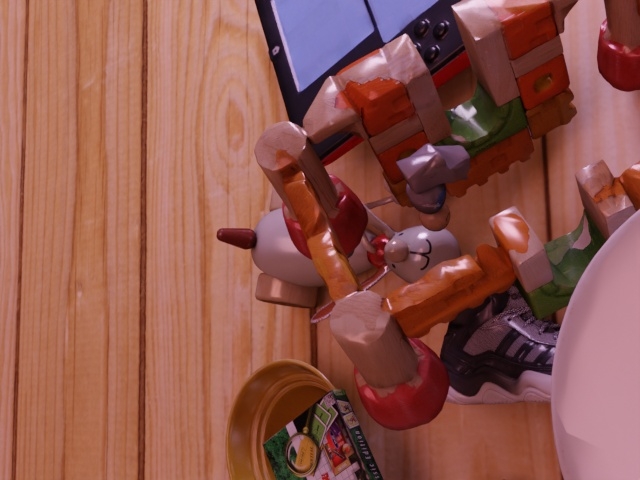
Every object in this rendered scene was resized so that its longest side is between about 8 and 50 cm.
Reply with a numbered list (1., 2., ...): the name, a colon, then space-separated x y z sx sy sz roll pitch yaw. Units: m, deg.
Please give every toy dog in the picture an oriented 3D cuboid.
1. toy dog: 0.000 0.000 1.242 0.334 0.161 0.220 -28 62 46

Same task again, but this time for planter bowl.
1. planter bowl: -0.014 0.257 1.286 0.217 0.090 0.217 -6 81 42

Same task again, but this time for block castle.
1. block castle: 0.188 -0.051 0.978 0.453 0.213 0.303 -28 54 4

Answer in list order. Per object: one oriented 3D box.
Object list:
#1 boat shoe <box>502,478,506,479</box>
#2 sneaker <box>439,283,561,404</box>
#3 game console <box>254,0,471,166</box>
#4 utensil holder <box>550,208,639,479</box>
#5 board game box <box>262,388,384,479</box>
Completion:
1. boat shoe: 0.178 0.309 1.086 0.302 0.113 0.103 -25 73 39
2. sneaker: 0.227 0.093 1.078 0.269 0.101 0.153 -11 79 44
3. game console: 0.060 -0.321 1.272 0.342 0.060 0.386 -33 55 26
4. utensil holder: 0.391 0.114 0.731 0.328 0.385 0.327 -9 77 42
5. board game box: 0.027 0.314 1.160 0.136 0.030 0.259 -45 57 33
